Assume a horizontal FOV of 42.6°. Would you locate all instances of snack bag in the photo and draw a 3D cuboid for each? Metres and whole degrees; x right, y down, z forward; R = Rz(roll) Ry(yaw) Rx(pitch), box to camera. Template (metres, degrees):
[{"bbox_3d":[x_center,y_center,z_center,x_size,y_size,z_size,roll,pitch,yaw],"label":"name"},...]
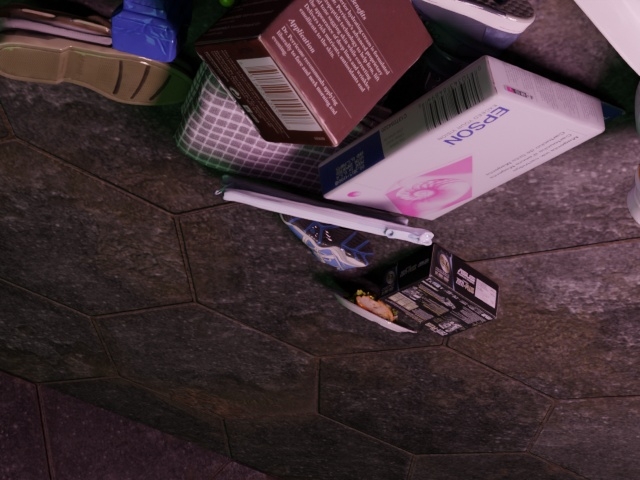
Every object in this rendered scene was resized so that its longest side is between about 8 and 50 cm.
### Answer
[{"bbox_3d":[-0.006,-0.054,1.311,0.323,0.037,0.342,13,-176,-4],"label":"snack bag"}]

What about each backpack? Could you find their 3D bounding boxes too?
[{"bbox_3d":[-0.222,-0.317,1.127,0.098,0.120,0.101,18,135,-3],"label":"backpack"}]

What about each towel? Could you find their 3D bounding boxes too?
[{"bbox_3d":[-0.055,-0.183,1.232,0.284,0.121,0.235,17,146,-17],"label":"towel"}]

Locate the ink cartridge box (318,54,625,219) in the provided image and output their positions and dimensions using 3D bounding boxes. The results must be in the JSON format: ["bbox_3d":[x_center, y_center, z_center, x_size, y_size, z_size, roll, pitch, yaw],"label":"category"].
[{"bbox_3d":[0.223,-0.122,1.181,0.330,0.071,0.324,9,153,-39],"label":"ink cartridge box"}]

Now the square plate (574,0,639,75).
[{"bbox_3d":[0.385,-0.377,0.853,0.347,0.049,0.344,42,138,-16],"label":"square plate"}]

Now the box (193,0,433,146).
[{"bbox_3d":[-0.009,-0.244,1.019,0.167,0.203,0.168,13,146,55],"label":"box"}]

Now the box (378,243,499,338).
[{"bbox_3d":[0.231,0.102,1.596,0.180,0.077,0.147,31,142,-23],"label":"box"}]

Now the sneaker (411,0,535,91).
[{"bbox_3d":[0.142,-0.281,1.084,0.226,0.086,0.163,21,142,-13],"label":"sneaker"}]

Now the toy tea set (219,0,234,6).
[{"bbox_3d":[-0.128,-0.362,0.908,0.200,0.124,0.336,-12,170,32],"label":"toy tea set"}]

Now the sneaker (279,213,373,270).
[{"bbox_3d":[0.000,0.000,1.529,0.211,0.080,0.081,35,138,-28],"label":"sneaker"}]

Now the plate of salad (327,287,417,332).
[{"bbox_3d":[0.108,0.131,1.650,0.200,0.048,0.200,25,-178,-1],"label":"plate of salad"}]

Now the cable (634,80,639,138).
[{"bbox_3d":[0.552,-0.182,1.083,0.257,0.089,0.257,16,145,-4],"label":"cable"}]

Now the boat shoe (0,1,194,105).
[{"bbox_3d":[-0.331,-0.284,1.222,0.302,0.103,0.113,9,146,-31],"label":"boat shoe"}]

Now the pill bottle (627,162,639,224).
[{"bbox_3d":[0.486,-0.096,1.046,0.117,0.117,0.215,17,147,-6],"label":"pill bottle"}]
